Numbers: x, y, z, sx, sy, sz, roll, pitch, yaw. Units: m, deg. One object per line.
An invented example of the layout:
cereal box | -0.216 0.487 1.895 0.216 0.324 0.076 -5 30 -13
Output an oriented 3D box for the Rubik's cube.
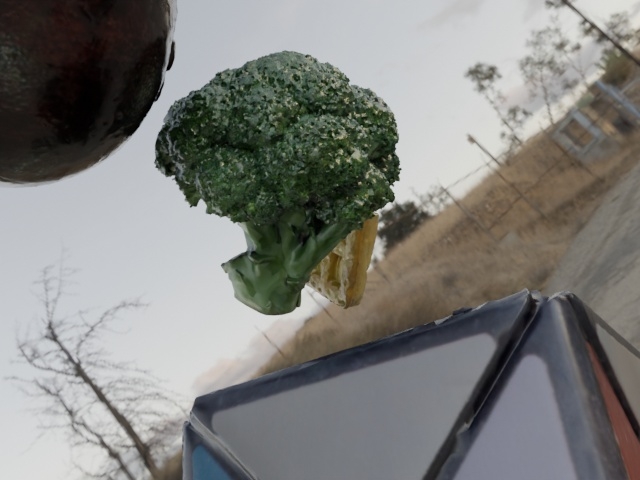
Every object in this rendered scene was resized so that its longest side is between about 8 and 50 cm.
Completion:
Rubik's cube | 0.103 0.242 0.463 0.310 0.305 0.307 -23 -29 30

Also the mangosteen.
mangosteen | -0.258 -0.181 0.522 0.288 0.288 0.288 -38 -12 -9

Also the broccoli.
broccoli | -0.041 -0.059 0.691 0.270 0.270 0.270 -22 -57 -55

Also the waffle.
waffle | 0.000 0.000 1.148 0.057 0.274 0.168 0 -75 -33
